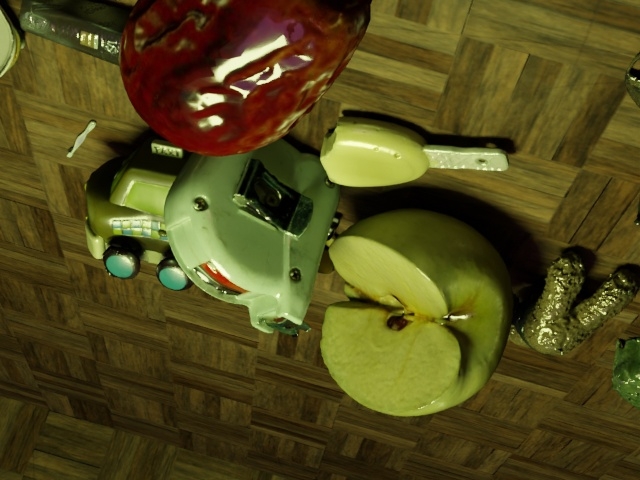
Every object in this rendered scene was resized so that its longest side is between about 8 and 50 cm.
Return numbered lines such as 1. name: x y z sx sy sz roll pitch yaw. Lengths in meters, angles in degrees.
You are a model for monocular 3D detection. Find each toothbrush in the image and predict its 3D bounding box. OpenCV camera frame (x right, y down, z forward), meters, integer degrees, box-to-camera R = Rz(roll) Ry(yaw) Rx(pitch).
1. toothbrush: -0.366 -0.155 1.725 0.011 0.013 0.131 17 155 -24

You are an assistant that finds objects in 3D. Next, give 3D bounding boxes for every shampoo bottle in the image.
1. shampoo bottle: -0.267 -0.261 1.404 0.207 0.063 0.057 17 144 3

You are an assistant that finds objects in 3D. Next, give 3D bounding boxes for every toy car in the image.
1. toy car: -0.228 -0.065 1.667 0.247 0.204 0.198 10 130 10

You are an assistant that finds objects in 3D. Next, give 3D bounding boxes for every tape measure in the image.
1. tape measure: -0.087 -0.026 1.545 0.246 0.243 0.125 30 151 -27

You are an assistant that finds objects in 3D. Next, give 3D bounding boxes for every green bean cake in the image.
1. green bean cake: 0.583 0.230 1.827 0.181 0.094 0.173 -5 147 40

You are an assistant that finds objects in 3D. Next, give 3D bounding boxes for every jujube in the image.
1. jujube: -0.083 -0.217 1.230 0.223 0.223 0.318 30 144 -25

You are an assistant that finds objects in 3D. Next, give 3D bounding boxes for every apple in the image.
1. apple: 0.145 0.095 1.642 0.233 0.295 0.257 -11 -167 -34

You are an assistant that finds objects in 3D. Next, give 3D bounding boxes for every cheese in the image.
1. cheese: 0.000 0.001 1.786 0.086 0.036 0.162 21 154 -2
2. cheese: 0.119 -0.114 1.474 0.255 0.050 0.127 3 150 23

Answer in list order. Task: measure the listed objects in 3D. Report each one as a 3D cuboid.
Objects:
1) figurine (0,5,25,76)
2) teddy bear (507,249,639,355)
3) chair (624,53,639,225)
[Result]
1. figurine: -0.477 -0.289 1.454 0.250 0.166 0.141 42 -168 3
2. teddy bear: 0.351 0.113 1.692 0.182 0.129 0.251 23 153 -8
3. chair: 0.419 -0.123 1.237 0.174 0.149 0.213 7 111 26
